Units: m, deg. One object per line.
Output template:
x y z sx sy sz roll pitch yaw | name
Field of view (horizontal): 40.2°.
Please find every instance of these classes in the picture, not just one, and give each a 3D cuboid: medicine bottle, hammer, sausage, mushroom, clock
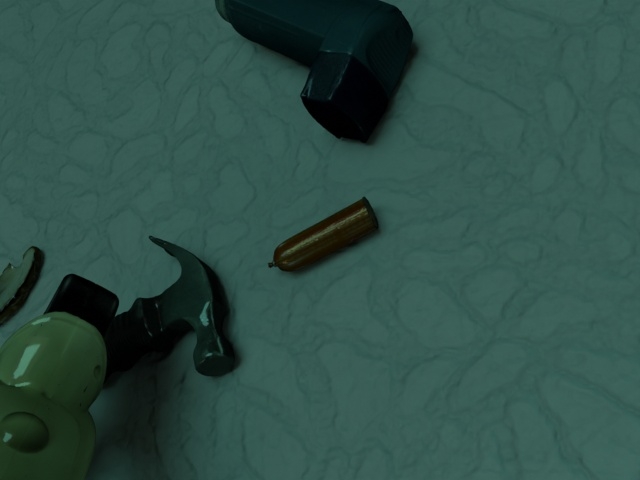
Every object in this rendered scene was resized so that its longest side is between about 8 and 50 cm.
-0.018 -0.197 0.852 0.124 0.079 0.258 -52 50 -2 | medicine bottle
-0.189 0.098 0.823 0.226 0.041 0.159 -33 52 13 | hammer
0.000 0.000 0.765 0.107 0.031 0.031 -29 53 17 | sausage
-0.337 0.051 0.957 0.049 0.019 0.101 26 78 38 | mushroom
-0.270 0.223 0.676 0.379 0.120 0.276 -62 14 10 | clock
